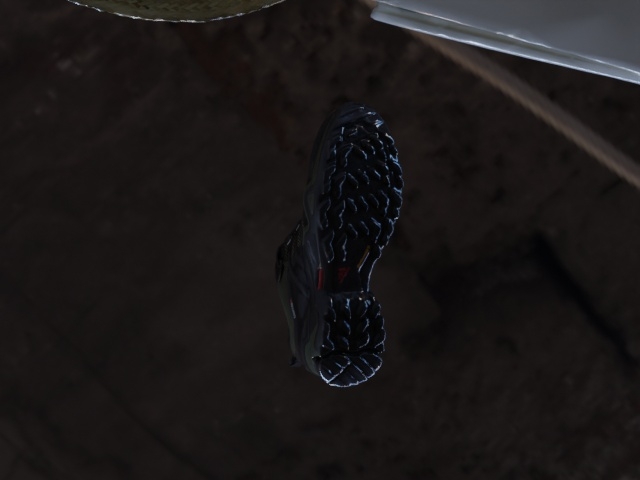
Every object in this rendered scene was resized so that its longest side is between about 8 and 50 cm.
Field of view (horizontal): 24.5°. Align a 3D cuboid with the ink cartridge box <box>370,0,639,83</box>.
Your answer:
[{"bbox_3d":[0.187,-0.251,0.631,0.160,0.279,0.384,20,-79,25],"label":"ink cartridge box"}]

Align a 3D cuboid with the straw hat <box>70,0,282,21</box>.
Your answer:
[{"bbox_3d":[-0.040,-0.121,0.408,0.144,0.144,0.061,-49,-176,-12],"label":"straw hat"}]

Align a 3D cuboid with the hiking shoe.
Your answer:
[{"bbox_3d":[0.000,0.000,1.196,0.114,0.086,0.226,8,-88,56],"label":"hiking shoe"}]
